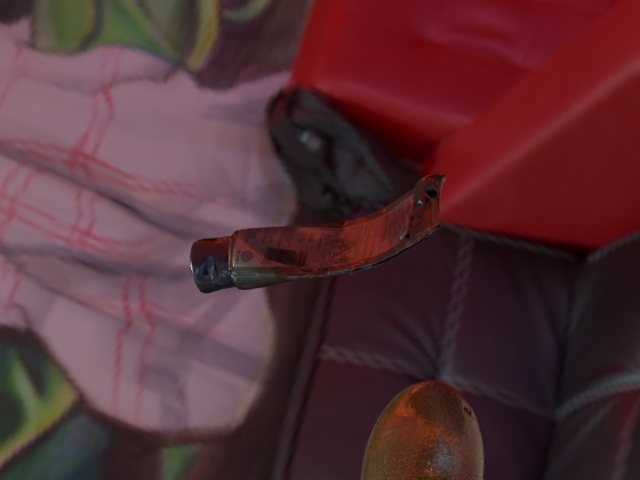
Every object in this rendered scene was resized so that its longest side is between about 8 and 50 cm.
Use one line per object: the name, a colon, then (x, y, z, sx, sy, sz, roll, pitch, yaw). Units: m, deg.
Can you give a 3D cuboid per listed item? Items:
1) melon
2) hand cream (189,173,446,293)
melon: (0.081, 0.175, 1.189, 0.099, 0.099, 0.162, -52, 15, 36)
hand cream: (0.000, 0.000, 0.914, 0.163, 0.039, 0.062, -13, 28, 19)
